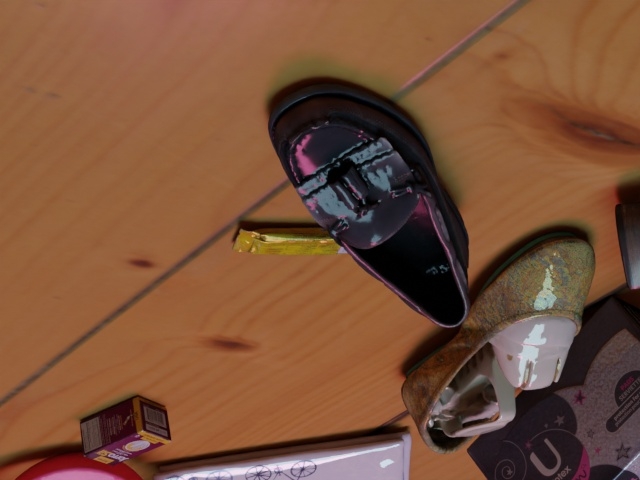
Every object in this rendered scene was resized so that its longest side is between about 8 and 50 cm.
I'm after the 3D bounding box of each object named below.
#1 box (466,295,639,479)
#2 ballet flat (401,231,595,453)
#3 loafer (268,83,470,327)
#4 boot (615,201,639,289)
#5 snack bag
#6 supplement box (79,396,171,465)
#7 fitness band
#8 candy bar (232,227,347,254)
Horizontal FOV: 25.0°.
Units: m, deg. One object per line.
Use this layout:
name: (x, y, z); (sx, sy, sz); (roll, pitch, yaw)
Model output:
box: (0.314, 0.214, 1.587); (0.142, 0.163, 0.247); (23, 114, -46)
ballet flat: (0.193, 0.124, 1.511); (0.123, 0.123, 0.348); (4, 147, -26)
loafer: (0.059, -0.022, 1.209); (0.109, 0.095, 0.302); (-27, 144, 15)
boot: (0.412, 0.041, 1.363); (0.229, 0.091, 0.263); (-11, 124, 16)
snack bag: (-0.042, 0.393, 1.846); (0.323, 0.037, 0.343); (-7, 126, -8)
supplement box: (-0.214, 0.210, 1.583); (0.083, 0.043, 0.055); (-25, 150, 23)
fitness band: (-0.268, 0.381, 1.689); (0.209, 0.054, 0.291); (-24, 112, 1)
candy bar: (0.000, 0.000, 1.320); (0.161, 0.018, 0.040); (-1, 152, -20)
